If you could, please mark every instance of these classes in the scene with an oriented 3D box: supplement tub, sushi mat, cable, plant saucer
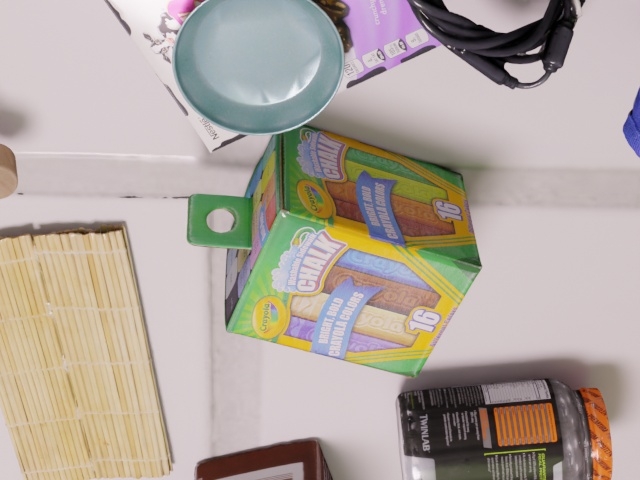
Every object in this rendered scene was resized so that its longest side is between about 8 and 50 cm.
[{"bbox_3d":[0.168,0.191,1.151,0.190,0.117,0.117,-4,128,2],"label":"supplement tub"},{"bbox_3d":[-0.231,0.115,1.139,0.151,0.019,0.316,-3,128,2],"label":"sushi mat"},{"bbox_3d":[0.125,-0.195,0.845,0.184,0.047,0.150,29,94,-35],"label":"cable"},{"bbox_3d":[-0.043,-0.128,0.859,0.119,0.021,0.119,-2,129,-2],"label":"plant saucer"}]

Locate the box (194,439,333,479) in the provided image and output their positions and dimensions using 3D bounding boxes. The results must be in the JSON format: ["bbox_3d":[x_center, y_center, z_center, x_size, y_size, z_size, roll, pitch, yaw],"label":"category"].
[{"bbox_3d":[-0.017,0.406,1.272,0.143,0.191,0.381,-13,127,9],"label":"box"}]

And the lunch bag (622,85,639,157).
[{"bbox_3d":[0.414,-0.183,0.791,0.385,0.239,0.328,0,131,-11],"label":"lunch bag"}]

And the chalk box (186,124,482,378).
[{"bbox_3d":[0.000,0.000,0.985,0.213,0.132,0.132,16,127,-16],"label":"chalk box"}]

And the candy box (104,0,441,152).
[{"bbox_3d":[-0.036,-0.177,0.881,0.196,0.070,0.165,-24,126,15],"label":"candy box"}]

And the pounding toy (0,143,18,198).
[{"bbox_3d":[-0.338,-0.075,0.946,0.206,0.094,0.181,6,124,-18],"label":"pounding toy"}]
